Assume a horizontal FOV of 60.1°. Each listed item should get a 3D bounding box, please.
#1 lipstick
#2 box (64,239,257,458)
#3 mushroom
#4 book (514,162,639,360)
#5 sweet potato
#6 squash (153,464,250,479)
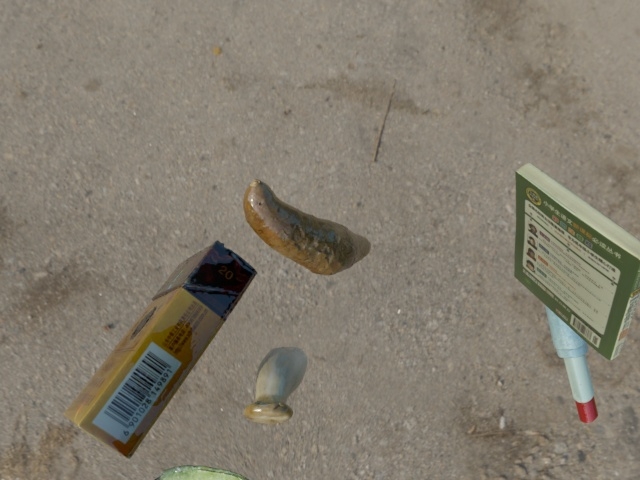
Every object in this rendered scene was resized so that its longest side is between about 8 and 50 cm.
[{"bbox_3d":[0.483,0.212,1.059,0.068,0.061,0.274,-19,95,-51],"label":"lipstick"},{"bbox_3d":[-0.318,0.204,1.108,0.115,0.264,0.415,40,63,-15],"label":"box"},{"bbox_3d":[-0.086,0.288,1.125,0.097,0.088,0.212,30,25,-8],"label":"mushroom"},{"bbox_3d":[0.353,0.037,0.781,0.027,0.264,0.202,-32,50,-7],"label":"book"},{"bbox_3d":[-0.001,0.003,0.958,0.092,0.341,0.114,-27,58,30],"label":"sweet potato"},{"bbox_3d":[-0.177,0.409,0.784,0.184,0.085,0.192,20,76,5],"label":"squash"}]
